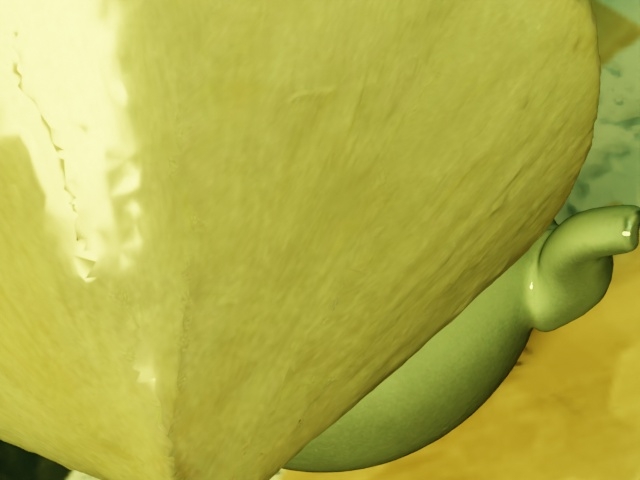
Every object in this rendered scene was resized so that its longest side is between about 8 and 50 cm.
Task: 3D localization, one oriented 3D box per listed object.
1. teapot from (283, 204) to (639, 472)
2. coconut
[{"bbox_3d":[0.000,0.000,0.822,0.294,0.129,0.193,8,71,21],"label":"teapot"},{"bbox_3d":[-0.061,-0.054,0.643,0.328,0.329,0.329,-7,67,16],"label":"coconut"}]
